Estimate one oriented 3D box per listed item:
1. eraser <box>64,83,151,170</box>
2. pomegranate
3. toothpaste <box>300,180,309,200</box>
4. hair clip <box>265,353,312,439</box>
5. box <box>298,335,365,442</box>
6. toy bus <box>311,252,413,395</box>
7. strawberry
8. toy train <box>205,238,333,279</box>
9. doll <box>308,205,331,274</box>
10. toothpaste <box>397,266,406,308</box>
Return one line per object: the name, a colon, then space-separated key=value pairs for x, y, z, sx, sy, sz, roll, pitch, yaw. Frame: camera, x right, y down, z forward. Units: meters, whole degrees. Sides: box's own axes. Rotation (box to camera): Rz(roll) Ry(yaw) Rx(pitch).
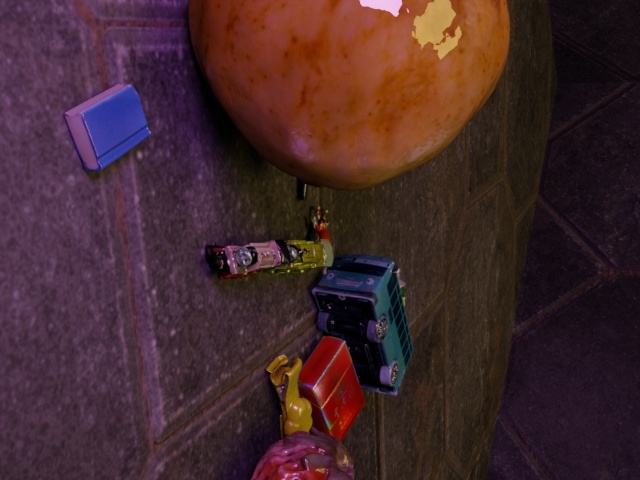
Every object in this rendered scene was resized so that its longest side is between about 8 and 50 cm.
eraser: x=-0.217 y=-0.118 z=0.720 sx=0.085 sy=0.027 sz=0.063 roll=-51 pitch=137 yaw=-48
pomegranate: x=0.031 y=-0.231 z=0.856 sx=0.410 sy=0.409 sz=0.411 roll=-18 pitch=111 yaw=-62
toothpaste: x=-0.025 y=-0.104 z=1.120 sx=0.027 sy=0.019 sz=0.083 roll=-68 pitch=161 yaw=-82
hair clip: x=-0.043 y=0.263 z=1.115 sx=0.072 sy=0.046 sz=0.173 roll=-42 pitch=132 yaw=-49
box: x=0.020 y=0.266 z=1.221 sx=0.112 sy=0.048 sz=0.175 roll=-52 pitch=139 yaw=-34
toy bus: x=0.083 y=0.147 z=1.259 sx=0.147 sy=0.128 sz=0.256 roll=-58 pitch=144 yaw=-41
strawberry: x=-0.051 y=0.452 z=1.034 sx=0.265 sy=0.149 sz=0.337 roll=-68 pitch=171 yaw=-81
toy train: x=-0.065 y=0.023 z=0.990 sx=0.249 sy=0.085 sz=0.053 roll=1 pitch=77 yaw=-63
doll: x=-0.001 y=0.000 z=1.164 sx=0.057 sy=0.039 sz=0.114 roll=111 pitch=-23 yaw=-80
toothpaste: x=0.155 y=0.178 z=1.505 sx=0.078 sy=0.046 sz=0.248 roll=-20 pitch=114 yaw=-57
